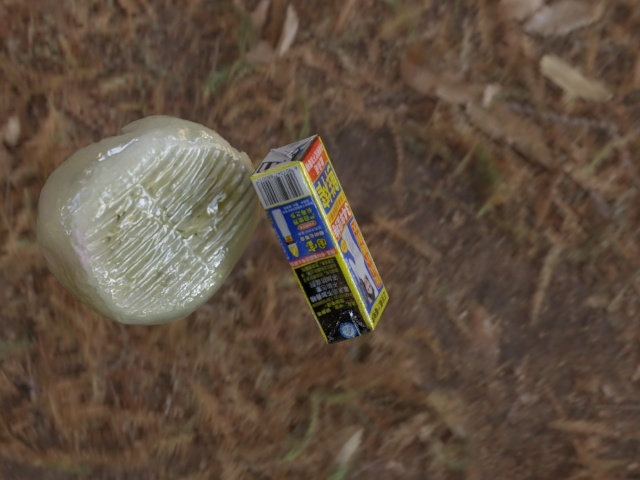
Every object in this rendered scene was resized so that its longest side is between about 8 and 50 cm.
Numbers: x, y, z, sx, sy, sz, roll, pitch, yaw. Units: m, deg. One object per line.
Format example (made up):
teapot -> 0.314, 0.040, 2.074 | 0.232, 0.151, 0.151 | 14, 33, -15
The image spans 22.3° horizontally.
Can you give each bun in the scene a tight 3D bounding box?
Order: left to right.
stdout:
bun -> -0.153, -0.026, 1.416 | 0.193, 0.128, 0.178 | -44, 124, -13

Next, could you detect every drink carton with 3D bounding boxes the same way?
drink carton -> 0.000, 0.000, 1.393 | 0.056, 0.071, 0.166 | -16, 108, 23
